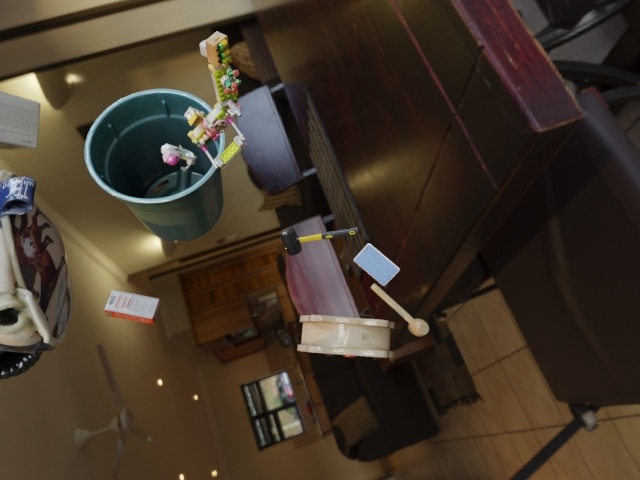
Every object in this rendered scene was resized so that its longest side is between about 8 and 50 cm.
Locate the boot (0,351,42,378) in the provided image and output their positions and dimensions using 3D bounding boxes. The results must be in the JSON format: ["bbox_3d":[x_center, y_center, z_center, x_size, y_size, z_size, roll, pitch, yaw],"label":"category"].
[{"bbox_3d":[-0.845,0.251,1.209,0.260,0.348,0.131,57,180,34],"label":"boot"}]

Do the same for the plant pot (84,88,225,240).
[{"bbox_3d":[-0.415,-0.176,1.401,0.334,0.341,0.341,97,154,-66],"label":"plant pot"}]

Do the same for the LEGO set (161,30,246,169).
[{"bbox_3d":[-0.196,-0.244,0.982,0.107,0.132,0.287,55,128,27],"label":"LEGO set"}]

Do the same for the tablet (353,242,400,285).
[{"bbox_3d":[0.114,0.049,1.026,0.083,0.054,0.006,40,-151,2],"label":"tablet"}]

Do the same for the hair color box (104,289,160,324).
[{"bbox_3d":[-0.560,0.199,1.513,0.043,0.141,0.071,110,171,-54],"label":"hair color box"}]

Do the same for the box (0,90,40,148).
[{"bbox_3d":[-0.566,-0.209,0.882,0.102,0.101,0.087,6,-92,-61],"label":"box"}]

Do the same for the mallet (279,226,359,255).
[{"bbox_3d":[0.000,0.000,1.161,0.039,0.190,0.062,-63,-35,-55],"label":"mallet"}]

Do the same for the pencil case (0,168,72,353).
[{"bbox_3d":[-0.417,0.054,0.377,0.183,0.411,0.159,-153,53,-63],"label":"pencil case"}]

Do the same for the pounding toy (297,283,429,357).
[{"bbox_3d":[0.089,0.178,1.107,0.154,0.270,0.154,97,177,-79],"label":"pounding toy"}]
